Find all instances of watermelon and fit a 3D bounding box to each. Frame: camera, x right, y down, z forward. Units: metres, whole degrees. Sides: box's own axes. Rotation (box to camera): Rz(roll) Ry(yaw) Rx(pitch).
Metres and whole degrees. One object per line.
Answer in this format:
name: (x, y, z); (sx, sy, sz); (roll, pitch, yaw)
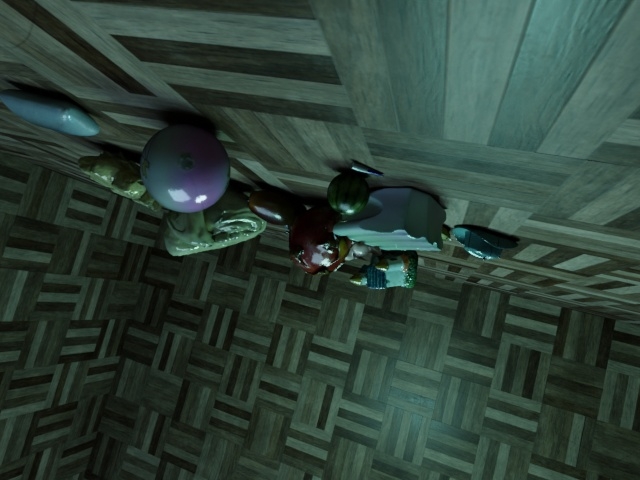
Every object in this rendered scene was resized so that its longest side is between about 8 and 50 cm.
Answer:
watermelon: (0.062, -0.103, 0.981); (0.109, 0.109, 0.109); (15, 174, 1)

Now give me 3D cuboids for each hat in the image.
hat: (0.475, 0.017, 1.240); (0.191, 0.077, 0.138); (15, 173, -5)

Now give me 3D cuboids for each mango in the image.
mango: (-0.138, -0.107, 1.453); (0.133, 0.111, 0.267); (-13, 167, 32)

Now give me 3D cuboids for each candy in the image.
candy: (-0.642, -0.302, 1.015); (0.174, 0.071, 0.138); (15, 175, 3)

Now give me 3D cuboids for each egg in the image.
egg: (-0.301, -0.160, 0.952); (0.196, 0.196, 0.271); (18, -173, -26)

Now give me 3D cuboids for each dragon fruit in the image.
dragon fruit: (0.001, -0.001, 1.441); (0.250, 0.250, 0.315); (16, 176, -8)

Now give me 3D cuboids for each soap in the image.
soap: (0.188, -0.050, 1.132); (0.208, 0.115, 0.347); (16, 174, -18)

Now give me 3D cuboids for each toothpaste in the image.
toothpaste: (0.100, -0.149, 0.906); (0.083, 0.015, 0.024); (13, -176, -34)

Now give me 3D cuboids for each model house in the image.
model house: (0.265, 0.134, 1.944); (0.291, 0.184, 0.253); (-10, -166, -23)

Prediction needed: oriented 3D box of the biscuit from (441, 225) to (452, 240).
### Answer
biscuit: (0.316, -0.031, 1.389); (0.187, 0.036, 0.273); (19, 173, -34)

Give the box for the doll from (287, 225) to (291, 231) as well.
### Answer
doll: (-0.088, -0.063, 1.743); (0.145, 0.096, 0.188); (55, 176, 10)

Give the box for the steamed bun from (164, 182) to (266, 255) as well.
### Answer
steamed bun: (-0.397, -0.091, 1.541); (0.339, 0.247, 0.352); (-15, -178, -32)

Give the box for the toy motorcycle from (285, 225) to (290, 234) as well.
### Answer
toy motorcycle: (-0.040, -0.021, 1.974); (0.307, 0.108, 0.173); (24, -166, -43)

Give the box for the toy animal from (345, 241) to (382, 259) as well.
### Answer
toy animal: (0.189, 0.021, 1.963); (0.212, 0.124, 0.124); (-18, 155, 36)

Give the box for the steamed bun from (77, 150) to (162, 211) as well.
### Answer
steamed bun: (-0.680, -0.226, 1.486); (0.295, 0.137, 0.292); (25, 171, 24)
